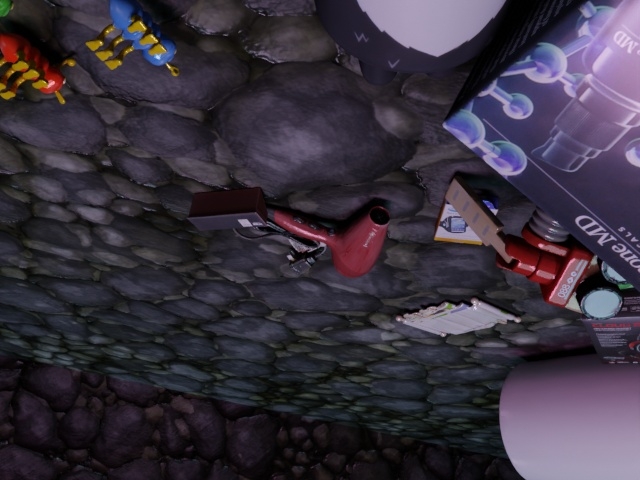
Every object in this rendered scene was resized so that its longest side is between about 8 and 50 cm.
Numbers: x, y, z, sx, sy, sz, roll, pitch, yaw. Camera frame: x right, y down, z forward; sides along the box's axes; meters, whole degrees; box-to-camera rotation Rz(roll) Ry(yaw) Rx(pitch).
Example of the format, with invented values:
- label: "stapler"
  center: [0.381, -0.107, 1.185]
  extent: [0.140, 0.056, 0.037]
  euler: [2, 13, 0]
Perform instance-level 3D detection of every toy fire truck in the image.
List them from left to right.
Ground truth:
- label: "toy fire truck"
  center: [0.307, -0.039, 0.872]
  extent: [0.247, 0.158, 0.216]
  euler: [17, 121, 0]

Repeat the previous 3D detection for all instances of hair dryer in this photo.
- label: "hair dryer"
  center: [0.000, 0.000, 1.108]
  extent: [0.294, 0.080, 0.224]
  euler: [-13, 146, 35]

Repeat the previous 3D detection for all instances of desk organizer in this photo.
- label: "desk organizer"
  center: [-0.153, -0.052, 1.077]
  extent: [0.130, 0.050, 0.047]
  euler: [-3, 152, 21]

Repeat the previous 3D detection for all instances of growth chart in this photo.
- label: "growth chart"
  center: [0.301, 0.175, 1.440]
  extent: [0.172, 0.021, 0.237]
  euler: [27, 148, -32]

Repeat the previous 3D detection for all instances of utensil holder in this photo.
- label: "utensil holder"
  center: [0.666, 0.419, 1.501]
  extent: [0.328, 0.327, 0.386]
  euler: [28, 150, -35]

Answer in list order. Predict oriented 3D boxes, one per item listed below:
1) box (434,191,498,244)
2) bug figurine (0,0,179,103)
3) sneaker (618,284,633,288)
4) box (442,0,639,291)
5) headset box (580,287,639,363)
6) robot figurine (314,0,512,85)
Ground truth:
- label: "box"
  center: [0.232, -0.038, 1.028]
  extent: [0.081, 0.028, 0.136]
  euler: [6, 151, 3]
- label: "bug figurine"
  center: [-0.295, -0.246, 0.705]
  extent: [0.279, 0.072, 0.216]
  euler: [-3, 146, 30]
- label: "sneaker"
  center: [0.508, 0.022, 0.961]
  extent: [0.296, 0.109, 0.123]
  euler: [-3, 175, 3]
- label: "box"
  center: [0.342, -0.153, 0.466]
  extent: [0.294, 0.212, 0.395]
  euler: [37, 147, -9]
- label: "headset box"
  center: [0.602, 0.131, 1.168]
  extent: [0.218, 0.110, 0.293]
  euler: [-7, 150, 28]
- label: "robot figurine"
  center: [0.079, -0.242, 0.492]
  extent: [0.174, 0.209, 0.278]
  euler: [40, 159, 16]
